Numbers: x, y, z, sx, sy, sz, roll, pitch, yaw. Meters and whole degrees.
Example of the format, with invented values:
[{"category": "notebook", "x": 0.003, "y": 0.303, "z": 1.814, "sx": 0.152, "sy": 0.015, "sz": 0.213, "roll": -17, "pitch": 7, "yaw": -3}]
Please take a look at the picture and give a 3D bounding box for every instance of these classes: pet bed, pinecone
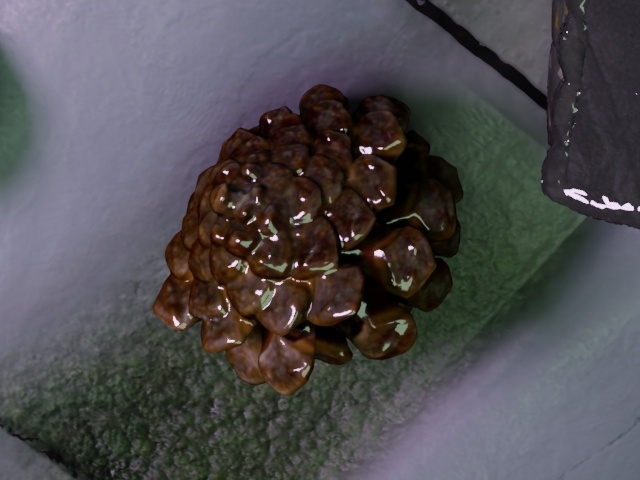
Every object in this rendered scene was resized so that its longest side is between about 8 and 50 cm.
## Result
[{"category": "pet bed", "x": 0.251, "y": -0.114, "z": 1.310, "sx": 0.183, "sy": 0.159, "sz": 0.211, "roll": 3, "pitch": 116, "yaw": 0}, {"category": "pinecone", "x": 0.001, "y": 0.001, "z": 1.351, "sx": 0.202, "sy": 0.201, "sz": 0.229, "roll": 40, "pitch": 95, "yaw": 15}]
